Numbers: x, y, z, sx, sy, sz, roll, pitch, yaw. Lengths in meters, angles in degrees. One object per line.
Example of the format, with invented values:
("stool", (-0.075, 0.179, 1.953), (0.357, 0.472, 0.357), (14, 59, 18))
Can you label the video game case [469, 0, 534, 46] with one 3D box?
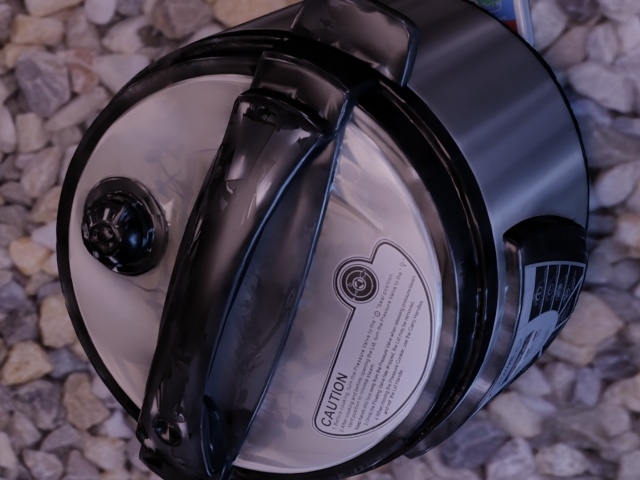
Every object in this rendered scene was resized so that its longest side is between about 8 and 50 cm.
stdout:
("video game case", (0.071, -0.297, 1.562), (0.204, 0.025, 0.285), (-6, 97, 26))

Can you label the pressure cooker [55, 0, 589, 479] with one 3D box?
("pressure cooker", (-0.006, -0.001, 1.423), (0.376, 0.420, 0.369), (-18, 97, 29))
